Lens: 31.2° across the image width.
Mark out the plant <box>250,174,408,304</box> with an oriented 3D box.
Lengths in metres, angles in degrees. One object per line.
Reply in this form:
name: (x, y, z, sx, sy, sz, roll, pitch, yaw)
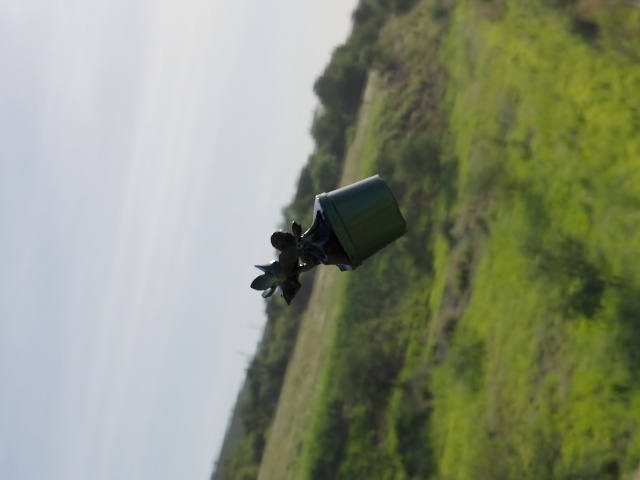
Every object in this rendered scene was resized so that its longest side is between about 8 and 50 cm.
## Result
plant: (0.000, 0.000, 0.695, 0.051, 0.102, 0.051, 61, 178, 4)
